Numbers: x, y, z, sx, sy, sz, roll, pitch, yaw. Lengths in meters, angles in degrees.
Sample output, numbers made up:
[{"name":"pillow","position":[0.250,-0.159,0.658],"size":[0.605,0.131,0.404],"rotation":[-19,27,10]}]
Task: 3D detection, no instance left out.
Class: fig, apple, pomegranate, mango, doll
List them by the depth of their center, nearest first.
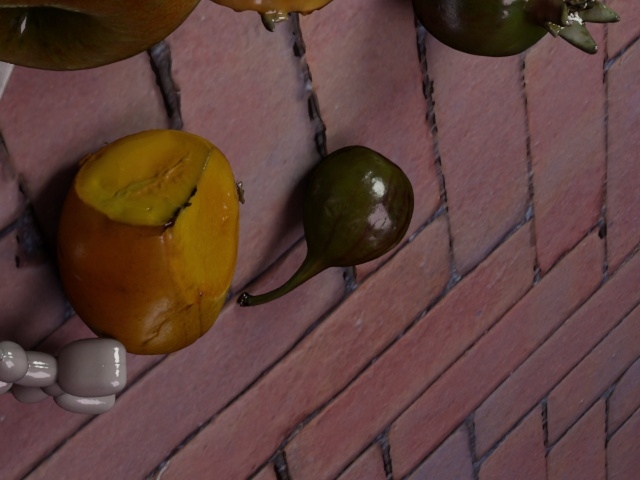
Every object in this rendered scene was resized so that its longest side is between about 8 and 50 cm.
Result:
[{"name":"apple","position":[-0.180,-0.229,1.062],"size":[0.237,0.237,0.208],"rotation":[38,52,-59]},{"name":"doll","position":[-0.264,0.124,1.529],"size":[0.160,0.059,0.161],"rotation":[1,164,-12]},{"name":"mango","position":[-0.161,0.021,1.557],"size":[0.187,0.138,0.257],"rotation":[-46,153,-37]},{"name":"pomegranate","position":[0.201,-0.265,1.692],"size":[0.181,0.224,0.181],"rotation":[-26,131,-33]},{"name":"fig","position":[0.000,0.000,1.794],"size":[0.236,0.124,0.124],"rotation":[-45,150,7]}]

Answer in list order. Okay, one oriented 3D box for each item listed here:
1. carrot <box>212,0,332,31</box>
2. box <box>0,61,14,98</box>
[{"name":"carrot","position":[-0.011,-0.365,1.305],"size":[0.224,0.224,0.341],"rotation":[-16,136,-47]},{"name":"box","position":[-0.311,-0.132,1.204],"size":[0.155,0.067,0.243],"rotation":[17,108,-28]}]
